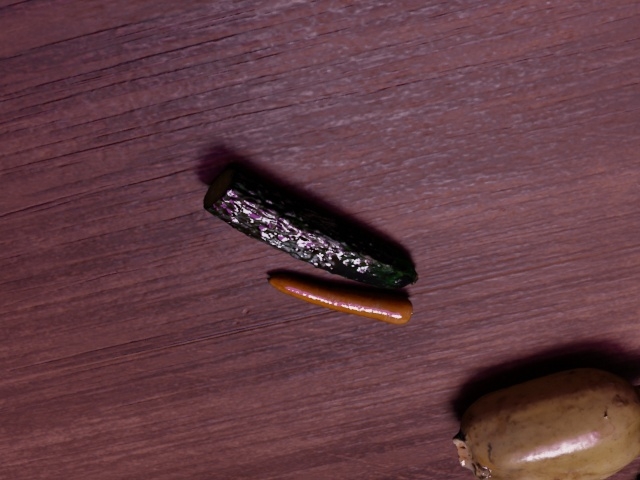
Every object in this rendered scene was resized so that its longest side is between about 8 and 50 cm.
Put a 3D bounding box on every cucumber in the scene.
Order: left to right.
[{"bbox_3d":[0.000,0.000,1.493,0.293,0.067,0.067,26,125,-25],"label":"cucumber"}]

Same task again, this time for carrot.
[{"bbox_3d":[0.024,0.072,1.576,0.190,0.037,0.037,11,129,-12],"label":"carrot"}]

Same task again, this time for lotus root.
[{"bbox_3d":[0.318,0.252,1.684,0.284,0.146,0.160,-17,148,7],"label":"lotus root"}]
